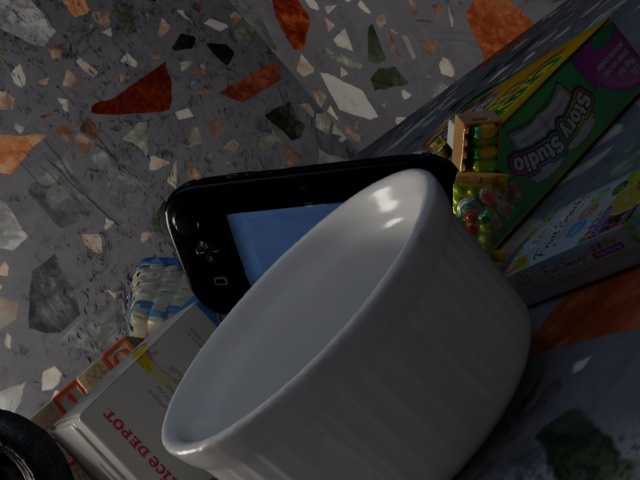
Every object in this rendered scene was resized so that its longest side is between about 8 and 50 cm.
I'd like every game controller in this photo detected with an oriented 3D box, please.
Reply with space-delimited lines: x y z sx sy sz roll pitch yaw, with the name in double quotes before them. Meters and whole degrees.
"game controller" 0.000 0.000 0.938 0.319 0.166 0.067 -5 23 18

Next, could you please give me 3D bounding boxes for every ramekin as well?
"ramekin" 0.024 0.089 0.685 0.277 0.135 0.277 -43 13 13

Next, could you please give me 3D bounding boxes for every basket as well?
"basket" -0.237 0.120 1.618 0.289 0.201 0.255 -65 -16 -58

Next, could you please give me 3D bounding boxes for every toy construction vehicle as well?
"toy construction vehicle" 0.139 -0.106 1.001 0.086 0.035 0.098 -47 12 -34

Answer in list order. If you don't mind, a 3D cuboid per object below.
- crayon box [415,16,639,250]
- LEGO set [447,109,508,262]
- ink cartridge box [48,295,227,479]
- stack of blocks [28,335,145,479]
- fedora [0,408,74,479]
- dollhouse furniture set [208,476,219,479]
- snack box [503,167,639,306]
"crayon box" 0.198 -0.094 1.162 0.363 0.106 0.313 -44 7 -23
"LEGO set" 0.100 0.026 0.826 0.287 0.132 0.107 -53 6 34
"ink cartridge box" -0.161 0.193 1.054 0.232 0.171 0.168 -44 7 -31
"stack of blocks" -0.306 0.288 1.211 0.297 0.171 0.087 -42 -11 0
"fedora" -0.400 0.372 1.077 0.334 0.334 0.152 -41 -24 -2
"dollhouse furniture set" -0.081 0.267 0.742 0.076 0.058 0.152 -33 26 4
"snack box" 0.220 -0.006 0.731 0.100 0.037 0.141 -44 6 -35
